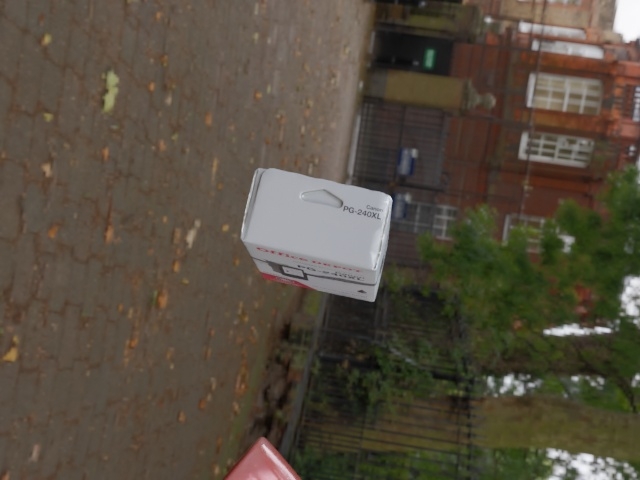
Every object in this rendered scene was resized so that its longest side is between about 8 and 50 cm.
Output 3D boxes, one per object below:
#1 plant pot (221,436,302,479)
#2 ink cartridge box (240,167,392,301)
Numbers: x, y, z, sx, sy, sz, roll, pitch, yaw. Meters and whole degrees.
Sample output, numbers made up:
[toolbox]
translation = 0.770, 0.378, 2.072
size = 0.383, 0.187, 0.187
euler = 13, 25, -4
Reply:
[plant pot]
translation = -0.058, 0.377, 0.826
size = 0.275, 0.243, 0.275
euler = -49, 175, -6
[ink cartridge box]
translation = 0.000, 0.000, 0.695
size = 0.150, 0.109, 0.063
euler = 76, 27, -76
